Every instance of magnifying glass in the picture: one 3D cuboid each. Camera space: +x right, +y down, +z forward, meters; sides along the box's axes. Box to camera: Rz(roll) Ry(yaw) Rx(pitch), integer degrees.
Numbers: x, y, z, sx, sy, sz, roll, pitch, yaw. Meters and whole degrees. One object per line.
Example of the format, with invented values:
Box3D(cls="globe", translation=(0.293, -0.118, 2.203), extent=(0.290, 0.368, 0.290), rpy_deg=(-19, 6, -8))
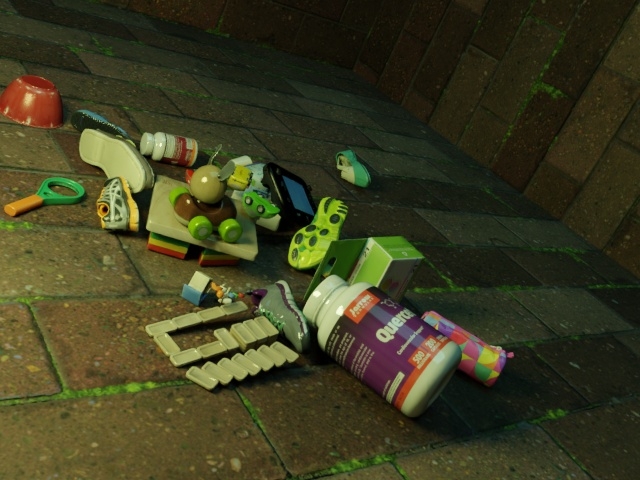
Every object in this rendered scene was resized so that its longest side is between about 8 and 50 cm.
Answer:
Box3D(cls="magnifying glass", translation=(-0.625, -0.097, 1.580), extent=(0.092, 0.026, 0.231), rpy_deg=(29, 22, 7))

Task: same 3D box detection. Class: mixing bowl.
Box3D(cls="mixing bowl", translation=(-0.795, -0.395, 1.932), extent=(0.182, 0.098, 0.181), rpy_deg=(20, 25, -10))

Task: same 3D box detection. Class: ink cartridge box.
Box3D(cls="ink cartridge box", translation=(-0.177, -0.097, 1.954), extent=(0.151, 0.063, 0.109), rpy_deg=(22, 24, -6))
Box3D(cls="ink cartridge box", translation=(0.105, 0.094, 1.686), extent=(0.255, 0.188, 0.097), rpy_deg=(-3, 38, -45))

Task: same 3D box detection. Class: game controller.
Box3D(cls="game controller", translation=(-0.072, -0.118, 1.940), extent=(0.166, 0.067, 0.319), rpy_deg=(60, 13, 13))

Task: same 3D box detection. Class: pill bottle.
Box3D(cls="pill bottle", translation=(-0.441, -0.267, 2.022), extent=(0.152, 0.086, 0.086), rpy_deg=(8, 29, -33))
Box3D(cls="pill bottle", translation=(0.122, 0.211, 1.469), extent=(0.323, 0.181, 0.181), rpy_deg=(35, 26, 21))

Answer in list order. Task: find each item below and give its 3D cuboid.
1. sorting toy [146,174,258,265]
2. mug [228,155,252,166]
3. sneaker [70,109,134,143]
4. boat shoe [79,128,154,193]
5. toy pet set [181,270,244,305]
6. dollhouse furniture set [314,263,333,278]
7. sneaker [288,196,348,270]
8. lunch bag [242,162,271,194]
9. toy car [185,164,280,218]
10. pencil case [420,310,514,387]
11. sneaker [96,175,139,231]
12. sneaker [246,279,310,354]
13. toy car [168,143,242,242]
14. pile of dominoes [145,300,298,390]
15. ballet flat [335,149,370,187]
Box3D(cls="sorting toy", translation=(-0.292, -0.031, 1.680), extent=(0.256, 0.089, 0.257), rpy_deg=(17, 25, -17))
Box3D(cls="mug", translation=(-0.249, -0.226, 2.159), extent=(0.064, 0.062, 0.078), rpy_deg=(-15, 38, -44))
Box3D(cls="sneaker", translation=(-0.606, -0.314, 1.983), extent=(0.209, 0.069, 0.082), rpy_deg=(29, 20, 8))
Box3D(cls="boat shoe", translation=(-0.504, -0.204, 1.778), extent=(0.097, 0.116, 0.324), rpy_deg=(1, 21, -46))
Box3D(cls="toy pet set", translation=(-0.231, 0.117, 1.462), extent=(0.114, 0.065, 0.122), rpy_deg=(28, -3, 7))
Box3D(cls="dollhouse furniture set", translation=(0.055, 0.061, 1.861), extent=(0.152, 0.058, 0.076), rpy_deg=(-4, 36, -48))
Box3D(cls="sneaker", translation=(0.000, 0.000, 1.868), extent=(0.110, 0.123, 0.295), rpy_deg=(22, 39, 10))
Box3D(cls="lunch bag", translation=(-0.157, -0.171, 2.086), extent=(0.129, 0.096, 0.151), rpy_deg=(36, 36, 24))
Box3D(cls="toy car", translation=(-0.202, -0.112, 1.756), extent=(0.225, 0.053, 0.239), rpy_deg=(36, 26, 21))
Box3D(cls="pencil case", translation=(0.337, 0.258, 1.682), extent=(0.236, 0.104, 0.104), rpy_deg=(27, 24, 7))
Box3D(cls="sneaker", translation=(-0.486, -0.088, 1.629), extent=(0.083, 0.084, 0.215), rpy_deg=(-9, 31, -24))
Box3D(cls="sneaker", translation=(-0.092, 0.174, 1.500), extent=(0.098, 0.083, 0.223), rpy_deg=(-10, 33, -16))
Box3D(cls="toy car", translation=(-0.237, -0.116, 1.561), extent=(0.149, 0.188, 0.155), rpy_deg=(4, 32, -39))
Box3D(cls="pile of dominoes", translation=(-0.191, 0.213, 1.371), extent=(0.251, 0.040, 0.196), rpy_deg=(-12, 43, -42))
Box3D(cls="ballet flat", translation=(0.109, -0.259, 2.564), extent=(0.087, 0.083, 0.247), rpy_deg=(-8, 33, -12))
